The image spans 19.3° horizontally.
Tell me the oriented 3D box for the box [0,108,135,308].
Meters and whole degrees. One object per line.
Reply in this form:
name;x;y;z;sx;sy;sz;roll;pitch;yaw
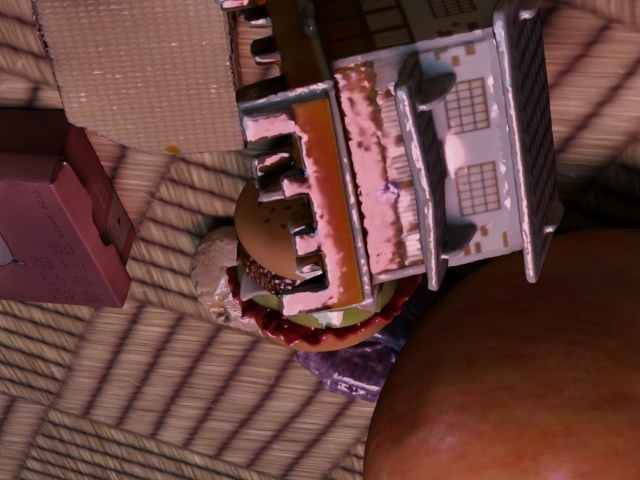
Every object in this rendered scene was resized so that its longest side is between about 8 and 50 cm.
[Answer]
box;-0.294;-0.031;1.716;0.215;0.086;0.215;3;149;16

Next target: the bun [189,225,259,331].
bun;-0.075;0.041;1.753;0.115;0.069;0.115;22;149;14

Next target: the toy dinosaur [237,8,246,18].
toy dinosaur;0.052;-0.161;1.384;0.251;0.072;0.200;23;139;3

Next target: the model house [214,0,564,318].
model house;0.051;-0.088;1.289;0.215;0.198;0.224;-13;125;-3

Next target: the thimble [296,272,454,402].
thimble;0.054;0.081;1.761;0.150;0.098;0.150;9;149;6

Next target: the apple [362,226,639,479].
apple;0.233;0.182;1.586;0.391;0.391;0.346;27;152;-24

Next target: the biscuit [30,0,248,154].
biscuit;-0.135;-0.142;1.476;0.150;0.052;0.252;-2;154;2

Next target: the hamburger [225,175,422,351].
hamburger;0.002;-0.002;1.591;0.175;0.175;0.137;5;135;13
